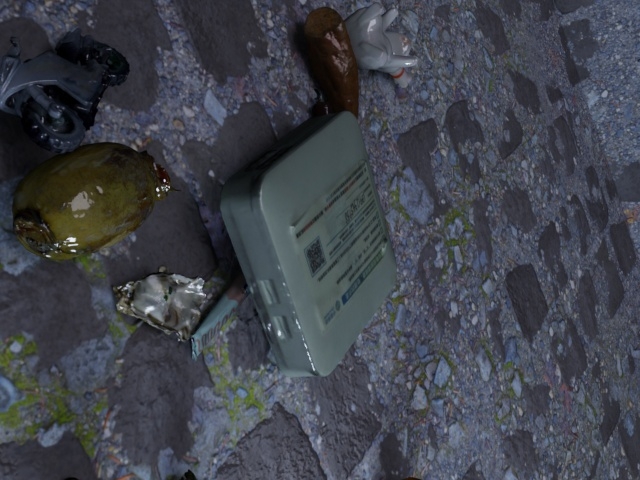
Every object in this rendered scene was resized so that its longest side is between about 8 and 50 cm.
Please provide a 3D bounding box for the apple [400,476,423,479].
[{"bbox_3d":[0.171,0.530,1.526,0.146,0.146,0.146,17,68,-47],"label":"apple"}]

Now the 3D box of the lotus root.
[{"bbox_3d":[-0.308,-0.067,1.093,0.278,0.154,0.154,-35,107,-50],"label":"lotus root"}]

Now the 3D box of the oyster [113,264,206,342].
[{"bbox_3d":[-0.241,0.088,1.210,0.166,0.053,0.108,35,81,-50],"label":"oyster"}]

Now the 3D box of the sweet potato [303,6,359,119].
[{"bbox_3d":[0.030,-0.359,1.630,0.097,0.097,0.251,-43,125,-47],"label":"sweet potato"}]

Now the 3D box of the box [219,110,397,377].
[{"bbox_3d":[-0.001,0.000,1.438,0.396,0.111,0.396,-45,124,-50],"label":"box"}]

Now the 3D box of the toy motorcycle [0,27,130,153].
[{"bbox_3d":[-0.370,-0.224,1.085,0.159,0.106,0.270,28,36,-15],"label":"toy motorcycle"}]

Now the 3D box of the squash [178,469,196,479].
[{"bbox_3d":[-0.184,0.511,1.137,0.094,0.094,0.340,17,67,-47],"label":"squash"}]

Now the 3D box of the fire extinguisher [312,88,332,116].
[{"bbox_3d":[0.008,-0.230,1.606,0.064,0.043,0.158,12,70,-66],"label":"fire extinguisher"}]

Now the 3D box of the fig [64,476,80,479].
[{"bbox_3d":[-0.270,0.420,1.014,0.148,0.142,0.186,-75,154,-68],"label":"fig"}]

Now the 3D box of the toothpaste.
[{"bbox_3d":[-0.161,0.113,1.313,0.205,0.036,0.056,-54,154,-42],"label":"toothpaste"}]

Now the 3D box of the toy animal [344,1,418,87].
[{"bbox_3d":[0.150,-0.437,1.758,0.282,0.138,0.140,-2,77,-52],"label":"toy animal"}]
